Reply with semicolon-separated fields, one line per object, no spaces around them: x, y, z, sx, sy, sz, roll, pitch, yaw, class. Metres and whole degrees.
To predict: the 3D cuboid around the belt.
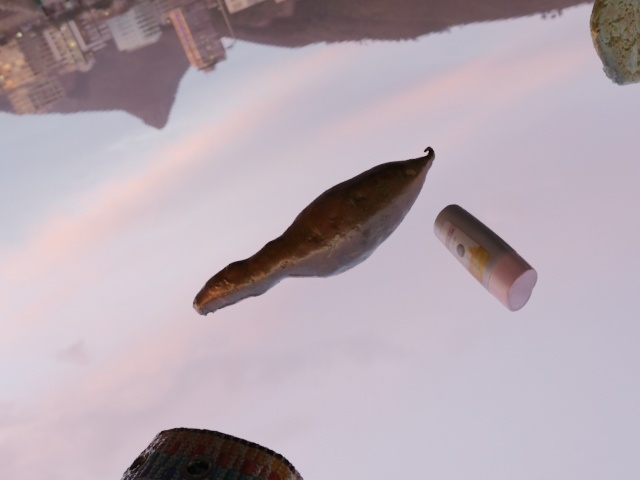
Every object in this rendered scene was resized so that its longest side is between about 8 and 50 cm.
-0.135;0.358;0.963;0.294;0.207;0.160;-4;-156;25;belt

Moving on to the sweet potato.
-0.002;0.002;0.659;0.269;0.075;0.075;-32;-157;4;sweet potato

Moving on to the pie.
0.443;-0.305;1.000;0.186;0.187;0.041;-29;-147;-15;pie

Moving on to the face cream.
0.250;0.021;1.122;0.057;0.084;0.198;-9;-143;-25;face cream
